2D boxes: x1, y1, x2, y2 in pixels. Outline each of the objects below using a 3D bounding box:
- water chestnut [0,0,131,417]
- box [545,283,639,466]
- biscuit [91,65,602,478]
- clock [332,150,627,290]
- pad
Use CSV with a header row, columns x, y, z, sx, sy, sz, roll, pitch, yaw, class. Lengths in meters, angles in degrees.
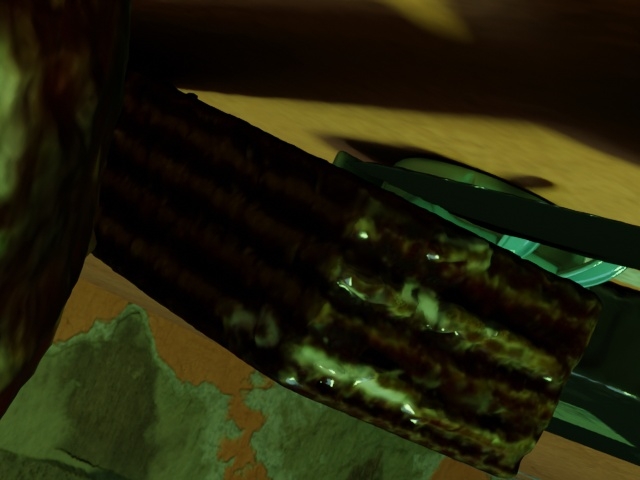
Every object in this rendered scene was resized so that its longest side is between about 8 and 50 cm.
x,y,z,sx,sy,sz,roll,pitch,yaw,class
-0.212,-0.014,0.461,0.335,0.347,0.335,4,-150,-2,water chestnut
0.145,0.075,1.110,0.211,0.058,0.350,21,172,29,box
-0.046,-0.017,0.758,0.107,0.073,0.388,25,-177,-32,biscuit
0.070,0.001,0.837,0.108,0.045,0.147,26,172,-29,clock
0.218,0.010,0.542,0.375,0.063,0.315,15,178,15,pad
